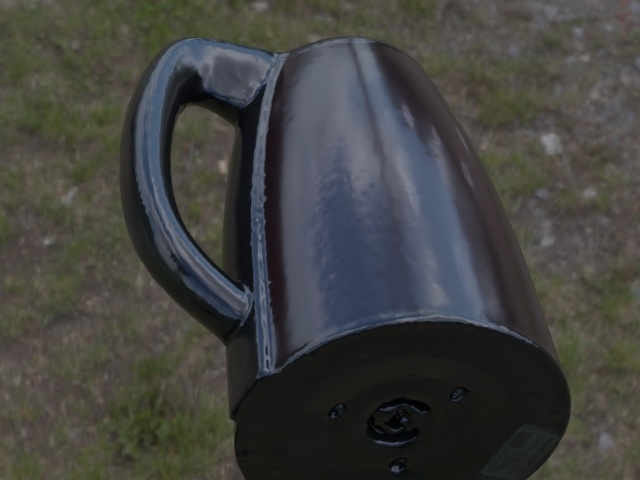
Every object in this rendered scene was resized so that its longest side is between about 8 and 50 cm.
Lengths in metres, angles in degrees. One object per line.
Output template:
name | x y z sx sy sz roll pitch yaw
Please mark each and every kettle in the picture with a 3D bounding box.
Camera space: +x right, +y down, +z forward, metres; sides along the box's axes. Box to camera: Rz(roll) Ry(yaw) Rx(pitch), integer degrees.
kettle | 0.000 0.000 0.601 0.202 0.144 0.232 12 40 -19
